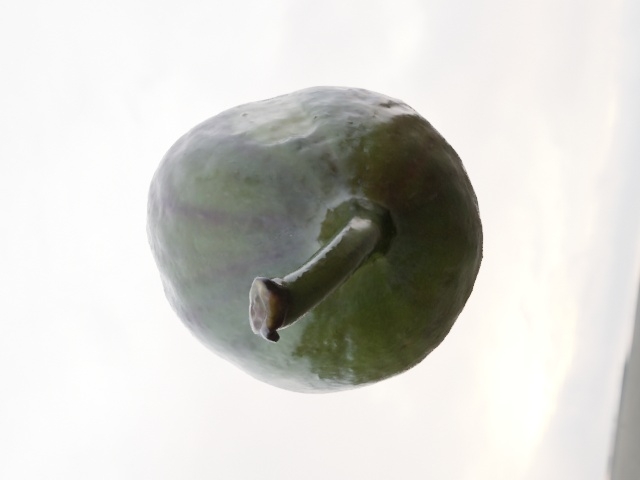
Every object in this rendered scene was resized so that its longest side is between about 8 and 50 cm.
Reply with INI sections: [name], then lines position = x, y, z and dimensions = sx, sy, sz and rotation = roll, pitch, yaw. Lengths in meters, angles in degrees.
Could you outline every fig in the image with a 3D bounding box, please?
[fig]
position = 0.000, 0.000, 0.600
dimensions = 0.245, 0.149, 0.149
rotation = -132, 48, -86
